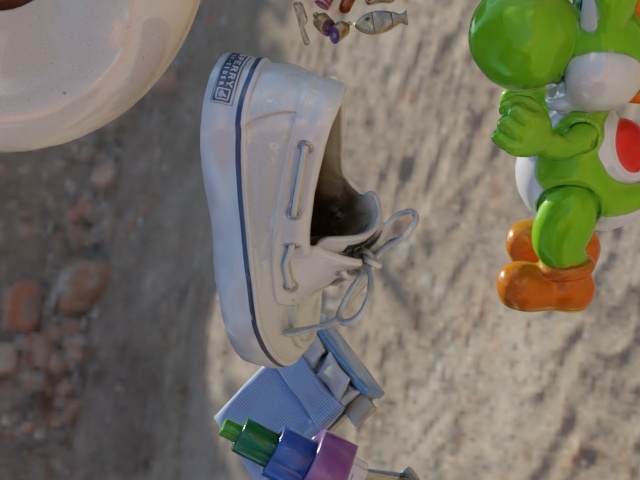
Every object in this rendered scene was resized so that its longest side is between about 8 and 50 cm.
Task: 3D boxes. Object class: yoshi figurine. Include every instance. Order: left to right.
[{"bbox_3d":[0.221,-0.118,1.560,0.203,0.203,0.362,33,129,43],"label":"yoshi figurine"}]

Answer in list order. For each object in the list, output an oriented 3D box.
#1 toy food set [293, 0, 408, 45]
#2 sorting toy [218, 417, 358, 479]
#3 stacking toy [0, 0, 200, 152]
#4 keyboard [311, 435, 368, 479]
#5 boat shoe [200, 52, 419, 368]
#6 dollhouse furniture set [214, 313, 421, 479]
[{"bbox_3d":[0.033,-0.264,1.746,0.019,0.122,0.078,71,-177,-71],"label":"toy food set"},{"bbox_3d":[-0.103,0.266,1.261,0.365,0.126,0.127,-59,6,34],"label":"sorting toy"},{"bbox_3d":[-0.245,-0.255,1.489,0.480,0.351,0.350,-14,-64,-83],"label":"stacking toy"},{"bbox_3d":[-0.035,0.317,1.486,0.256,0.072,0.014,-64,23,-9],"label":"keyboard"},{"bbox_3d":[0.002,-0.008,1.298,0.367,0.157,0.135,86,-162,-48],"label":"boat shoe"},{"bbox_3d":[-0.073,0.257,1.845,0.286,0.198,0.303,-45,59,15],"label":"dollhouse furniture set"}]
